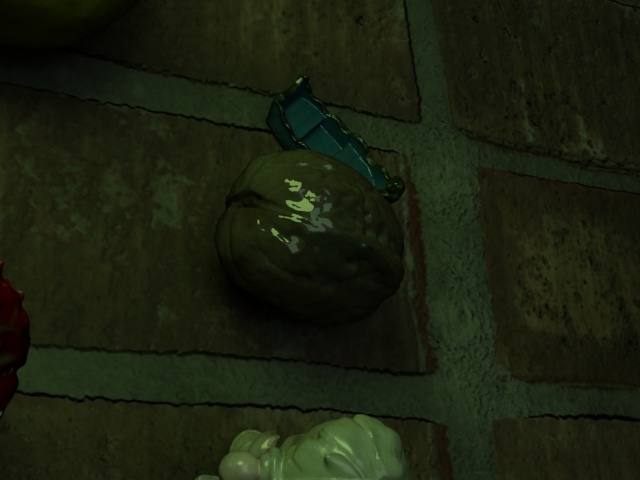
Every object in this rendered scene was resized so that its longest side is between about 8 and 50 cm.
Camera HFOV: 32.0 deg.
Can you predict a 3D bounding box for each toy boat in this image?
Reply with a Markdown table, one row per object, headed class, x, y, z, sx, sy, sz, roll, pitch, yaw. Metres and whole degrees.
| class | x | y | z | sx | sy | sz | roll | pitch | yaw |
| --- | --- | --- | --- | --- | --- | --- | --- | --- | --- |
| toy boat | 0.020 | -0.109 | 1.300 | 0.185 | 0.077 | 0.075 | 50 | 52 | -2 |

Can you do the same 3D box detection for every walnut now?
| class | x | y | z | sx | sy | sz | roll | pitch | yaw |
| --- | --- | --- | --- | --- | --- | --- | --- | --- | --- |
| walnut | -0.001 | 0.001 | 1.189 | 0.230 | 0.178 | 0.178 | 32 | 55 | -29 |

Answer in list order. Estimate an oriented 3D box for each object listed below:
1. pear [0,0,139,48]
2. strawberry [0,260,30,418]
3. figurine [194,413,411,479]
| class | x | y | z | sx | sy | sz | roll | pitch | yaw |
| --- | --- | --- | --- | --- | --- | --- | --- | --- | --- |
| pear | -0.279 | -0.349 | 1.119 | 0.287 | 0.287 | 0.375 | 41 | 34 | -9 |
| strawberry | -0.389 | 0.071 | 0.907 | 0.261 | 0.258 | 0.261 | -6 | 102 | -34 |
| figurine | -0.013 | 0.229 | 1.017 | 0.182 | 0.257 | 0.144 | 34 | 57 | -16 |
